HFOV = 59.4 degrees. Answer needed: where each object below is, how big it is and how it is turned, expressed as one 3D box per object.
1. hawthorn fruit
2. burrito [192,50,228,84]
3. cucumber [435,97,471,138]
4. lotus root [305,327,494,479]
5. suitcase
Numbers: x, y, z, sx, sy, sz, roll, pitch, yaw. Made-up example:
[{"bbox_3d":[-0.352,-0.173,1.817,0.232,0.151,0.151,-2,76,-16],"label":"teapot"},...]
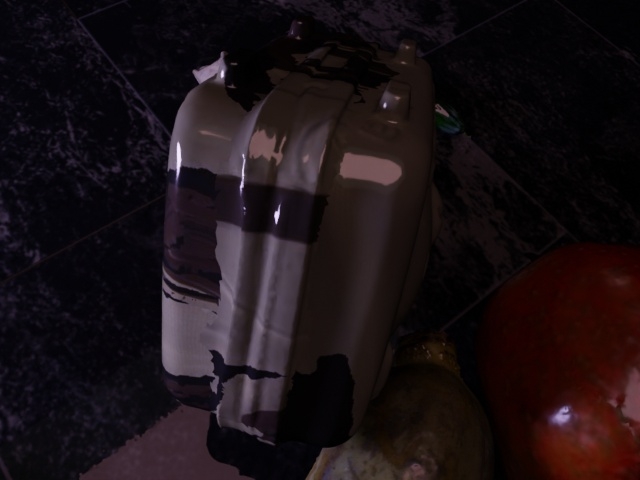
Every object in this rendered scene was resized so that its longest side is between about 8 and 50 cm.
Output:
[{"bbox_3d":[0.261,0.115,0.534,0.254,0.253,0.300,-6,36,-9],"label":"hawthorn fruit"},{"bbox_3d":[-0.071,-0.150,0.722,0.082,0.059,0.275,-36,70,-6],"label":"burrito"},{"bbox_3d":[0.136,-0.186,0.775,0.168,0.039,0.039,27,63,11],"label":"cucumber"},{"bbox_3d":[0.058,0.214,0.472,0.173,0.173,0.309,27,67,9],"label":"lotus root"},{"bbox_3d":[0.000,0.000,0.503,0.194,0.338,0.351,14,29,5],"label":"suitcase"}]
